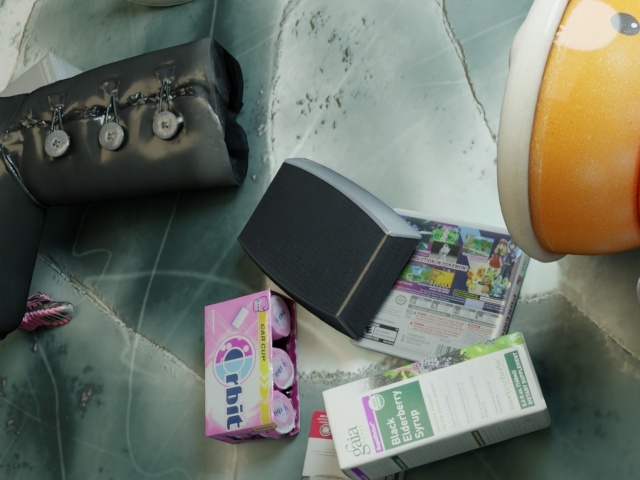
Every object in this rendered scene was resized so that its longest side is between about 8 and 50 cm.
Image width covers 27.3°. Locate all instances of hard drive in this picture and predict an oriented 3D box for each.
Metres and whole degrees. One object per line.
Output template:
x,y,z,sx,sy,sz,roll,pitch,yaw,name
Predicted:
0.000,0.000,1.695,0.254,0.054,0.172,37,97,44,hard drive

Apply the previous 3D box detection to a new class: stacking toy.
0.444,-0.102,1.302,0.480,0.350,0.351,15,82,27,stacking toy

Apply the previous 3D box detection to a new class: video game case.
0.146,0.062,1.608,0.201,0.023,0.183,12,80,38,video game case

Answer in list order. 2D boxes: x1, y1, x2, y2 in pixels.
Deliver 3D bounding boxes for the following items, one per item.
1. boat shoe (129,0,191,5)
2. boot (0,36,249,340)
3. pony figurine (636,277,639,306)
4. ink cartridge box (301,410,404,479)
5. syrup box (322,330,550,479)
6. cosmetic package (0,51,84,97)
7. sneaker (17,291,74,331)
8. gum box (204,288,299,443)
-0.197,-0.417,1.976,0.254,0.095,0.079,-10,69,30,boat shoe
-0.313,-0.067,1.878,0.445,0.146,0.367,-10,87,10,boot
0.405,0.144,1.236,0.351,0.303,0.363,127,153,-56,pony figurine
0.038,0.285,1.573,0.109,0.063,0.150,0,73,34,ink cartridge box
0.130,0.190,1.479,0.237,0.096,0.093,-17,67,7,syrup box
-0.459,-0.167,2.058,0.238,0.107,0.127,-38,57,19,cosmetic package
-0.416,0.099,1.972,0.119,0.047,0.057,-12,55,30,sneaker
-0.090,0.169,1.704,0.107,0.062,0.188,-16,65,30,gum box
